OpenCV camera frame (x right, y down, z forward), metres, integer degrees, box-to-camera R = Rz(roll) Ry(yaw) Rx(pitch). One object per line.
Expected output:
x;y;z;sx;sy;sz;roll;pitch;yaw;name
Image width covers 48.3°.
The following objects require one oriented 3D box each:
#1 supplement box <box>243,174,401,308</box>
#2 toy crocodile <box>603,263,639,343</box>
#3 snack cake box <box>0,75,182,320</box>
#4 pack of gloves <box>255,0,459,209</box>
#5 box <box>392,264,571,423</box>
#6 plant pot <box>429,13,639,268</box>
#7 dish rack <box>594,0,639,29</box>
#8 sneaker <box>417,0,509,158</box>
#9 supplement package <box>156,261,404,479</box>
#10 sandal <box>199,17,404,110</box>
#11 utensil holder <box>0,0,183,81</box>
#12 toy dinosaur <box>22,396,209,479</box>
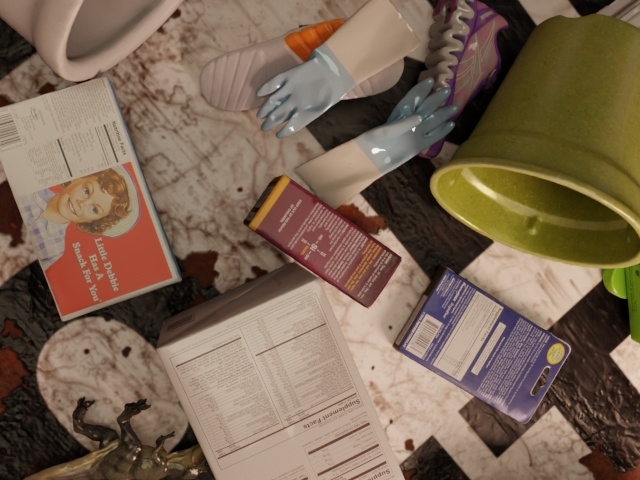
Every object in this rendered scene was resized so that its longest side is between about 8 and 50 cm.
0.000;0.000;0.932;0.188;0.104;0.080;35;87;-10;supplement box
0.467;-0.003;1.005;0.105;0.115;0.340;-11;97;-9;toy crocodile
-0.288;-0.051;0.886;0.152;0.089;0.264;-19;96;-10;snack cake box
0.042;-0.158;0.893;0.232;0.046;0.195;-33;111;22;pack of gloves
0.231;0.151;1.015;0.225;0.036;0.136;32;88;-9;box
0.316;-0.136;0.921;0.276;0.276;0.253;27;76;-10;plant pot
0.563;-0.271;1.036;0.333;0.072;0.285;-37;98;-7;dish rack
0.190;-0.220;0.964;0.105;0.095;0.236;17;89;-18;sneaker
-0.056;0.191;0.883;0.198;0.199;0.262;-24;97;-8;supplement package
-0.026;-0.234;0.930;0.265;0.076;0.101;-6;117;10;sandal
-0.307;-0.420;0.747;0.385;0.327;0.327;42;86;-7;utensil holder
-0.268;0.265;0.923;0.268;0.064;0.118;-4;100;-7;toy dinosaur
